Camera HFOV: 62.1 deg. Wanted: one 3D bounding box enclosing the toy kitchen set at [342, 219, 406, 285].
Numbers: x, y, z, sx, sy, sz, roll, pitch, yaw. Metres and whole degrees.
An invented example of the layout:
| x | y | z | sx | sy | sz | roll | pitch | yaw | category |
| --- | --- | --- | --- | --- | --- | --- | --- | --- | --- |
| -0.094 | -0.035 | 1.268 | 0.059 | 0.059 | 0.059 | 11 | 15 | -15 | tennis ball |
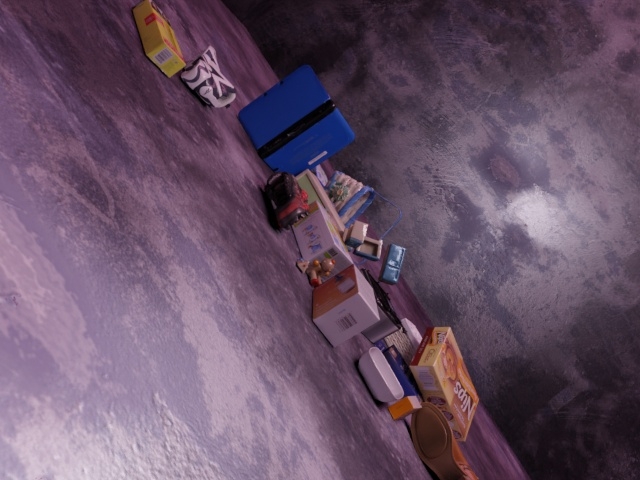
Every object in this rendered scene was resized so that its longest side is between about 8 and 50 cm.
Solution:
| x | y | z | sx | sy | sz | roll | pitch | yaw | category |
| --- | --- | --- | --- | --- | --- | --- | --- | --- | --- |
| 0.165 | 0.041 | 1.606 | 0.207 | 0.122 | 0.166 | 18 | -13 | -7 | toy kitchen set |

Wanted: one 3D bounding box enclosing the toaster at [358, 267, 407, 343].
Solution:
| x | y | z | sx | sy | sz | roll | pitch | yaw | category |
| --- | --- | --- | --- | --- | --- | --- | --- | --- | --- |
| 0.156 | 0.205 | 1.617 | 0.168 | 0.110 | 0.185 | 47 | 14 | -36 | toaster |

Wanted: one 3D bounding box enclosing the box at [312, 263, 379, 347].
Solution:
| x | y | z | sx | sy | sz | roll | pitch | yaw | category |
| --- | --- | --- | --- | --- | --- | --- | --- | --- | --- |
| 0.058 | 0.153 | 1.285 | 0.091 | 0.130 | 0.170 | 53 | 11 | -17 | box |

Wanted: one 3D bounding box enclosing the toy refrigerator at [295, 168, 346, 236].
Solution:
| x | y | z | sx | sy | sz | roll | pitch | yaw | category |
| --- | --- | --- | --- | --- | --- | --- | --- | --- | --- |
| -0.012 | -0.096 | 1.760 | 0.269 | 0.102 | 0.094 | 62 | 12 | 23 | toy refrigerator |

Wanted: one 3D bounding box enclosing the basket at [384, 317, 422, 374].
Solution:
| x | y | z | sx | sy | sz | roll | pitch | yaw | category |
| --- | --- | --- | --- | --- | --- | --- | --- | --- | --- |
| 0.297 | 0.366 | 1.795 | 0.113 | 0.103 | 0.167 | 41 | 18 | -54 | basket |

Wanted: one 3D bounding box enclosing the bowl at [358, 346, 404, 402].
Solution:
| x | y | z | sx | sy | sz | roll | pitch | yaw | category |
| --- | --- | --- | --- | --- | --- | --- | --- | --- | --- |
| 0.147 | 0.343 | 1.341 | 0.142 | 0.053 | 0.142 | 60 | 12 | 16 | bowl |

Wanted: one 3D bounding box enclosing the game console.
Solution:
| x | y | z | sx | sy | sz | roll | pitch | yaw | category |
| --- | --- | --- | --- | --- | --- | --- | --- | --- | --- |
| -0.078 | -0.380 | 1.768 | 0.250 | 0.293 | 0.173 | 46 | 16 | -46 | game console |

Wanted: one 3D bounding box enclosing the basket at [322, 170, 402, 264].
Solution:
| x | y | z | sx | sy | sz | roll | pitch | yaw | category |
| --- | --- | --- | --- | --- | --- | --- | --- | --- | --- |
| 0.111 | -0.087 | 1.907 | 0.289 | 0.254 | 0.201 | 40 | 7 | 11 | basket |

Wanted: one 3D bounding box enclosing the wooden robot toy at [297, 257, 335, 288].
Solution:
| x | y | z | sx | sy | sz | roll | pitch | yaw | category |
| --- | --- | --- | --- | --- | --- | --- | --- | --- | --- |
| 0.011 | 0.085 | 1.408 | 0.173 | 0.079 | 0.076 | 46 | 15 | -42 | wooden robot toy |

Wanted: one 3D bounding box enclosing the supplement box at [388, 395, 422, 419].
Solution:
| x | y | z | sx | sy | sz | roll | pitch | yaw | category |
| --- | --- | --- | --- | --- | --- | --- | --- | --- | --- |
| 0.220 | 0.433 | 1.377 | 0.036 | 0.062 | 0.098 | 61 | 12 | 24 | supplement box |

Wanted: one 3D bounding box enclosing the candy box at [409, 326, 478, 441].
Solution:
| x | y | z | sx | sy | sz | roll | pitch | yaw | category |
| --- | --- | --- | --- | --- | --- | --- | --- | --- | --- |
| 0.397 | 0.453 | 1.682 | 0.183 | 0.088 | 0.316 | -48 | 122 | -46 | candy box |

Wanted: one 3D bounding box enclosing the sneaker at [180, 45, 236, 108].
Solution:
| x | y | z | sx | sy | sz | roll | pitch | yaw | category |
| --- | --- | --- | --- | --- | --- | --- | --- | --- | --- |
| -0.305 | -0.450 | 1.509 | 0.153 | 0.094 | 0.235 | 52 | 12 | -29 | sneaker |

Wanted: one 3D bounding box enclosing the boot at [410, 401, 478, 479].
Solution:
| x | y | z | sx | sy | sz | roll | pitch | yaw | category |
| --- | --- | --- | --- | --- | --- | --- | --- | --- | --- |
| 0.348 | 0.580 | 1.414 | 0.283 | 0.109 | 0.220 | 58 | 5 | 35 | boot |

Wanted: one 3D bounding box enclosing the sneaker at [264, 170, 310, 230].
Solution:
| x | y | z | sx | sy | sz | roll | pitch | yaw | category |
| --- | --- | --- | --- | --- | --- | --- | --- | --- | --- |
| -0.098 | -0.117 | 1.459 | 0.135 | 0.098 | 0.276 | 54 | 9 | -17 | sneaker |

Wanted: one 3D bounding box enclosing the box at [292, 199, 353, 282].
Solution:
| x | y | z | sx | sy | sz | roll | pitch | yaw | category |
| --- | --- | --- | --- | --- | --- | --- | --- | --- | --- |
| 0.000 | 0.000 | 1.533 | 0.114 | 0.103 | 0.203 | 47 | 15 | -42 | box |

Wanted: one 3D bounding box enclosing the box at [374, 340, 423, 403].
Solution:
| x | y | z | sx | sy | sz | roll | pitch | yaw | category |
| --- | --- | --- | --- | --- | --- | --- | --- | --- | --- |
| 0.248 | 0.404 | 1.656 | 0.225 | 0.036 | 0.136 | 58 | 11 | 10 | box |

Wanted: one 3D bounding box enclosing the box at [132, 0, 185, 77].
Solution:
| x | y | z | sx | sy | sz | roll | pitch | yaw | category |
| --- | --- | --- | --- | --- | --- | --- | --- | --- | --- |
| -0.406 | -0.513 | 1.331 | 0.087 | 0.058 | 0.232 | 44 | 17 | -52 | box |

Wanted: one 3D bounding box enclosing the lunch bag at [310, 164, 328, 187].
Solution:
| x | y | z | sx | sy | sz | roll | pitch | yaw | category |
| --- | --- | --- | --- | --- | --- | --- | --- | --- | --- |
| -0.032 | -0.275 | 2.192 | 0.151 | 0.096 | 0.129 | 52 | 7 | 32 | lunch bag |
